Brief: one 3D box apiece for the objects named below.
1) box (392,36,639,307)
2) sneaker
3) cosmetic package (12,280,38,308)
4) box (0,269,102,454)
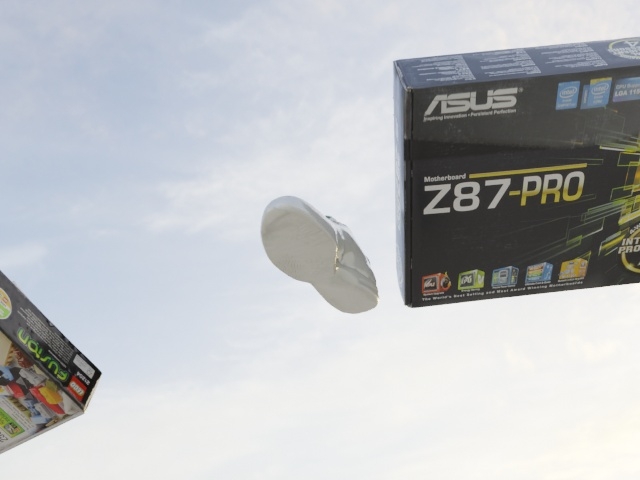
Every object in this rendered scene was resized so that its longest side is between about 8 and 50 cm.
[{"bbox_3d":[0.289,-0.078,0.840,0.394,0.097,0.318,-5,-55,-1],"label":"box"},{"bbox_3d":[0.000,0.000,0.781,0.080,0.094,0.212,-15,-38,23],"label":"sneaker"},{"bbox_3d":[-0.464,0.146,0.977,0.099,0.060,0.239,50,-44,-10],"label":"cosmetic package"},{"bbox_3d":[-0.234,0.038,0.377,0.114,0.036,0.207,-28,-65,16],"label":"box"}]
